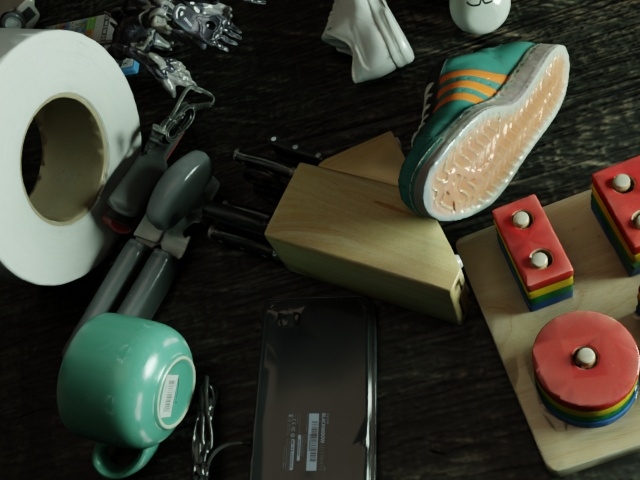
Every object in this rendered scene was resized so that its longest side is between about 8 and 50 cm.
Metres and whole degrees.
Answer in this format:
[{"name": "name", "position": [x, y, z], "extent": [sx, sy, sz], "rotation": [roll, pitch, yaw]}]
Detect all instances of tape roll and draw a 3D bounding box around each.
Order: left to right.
[{"name": "tape roll", "position": [-0.323, -0.093, 0.907], "extent": [0.100, 0.286, 0.286], "rotation": [7, 64, 21]}]

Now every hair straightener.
[{"name": "hair straightener", "position": [-0.187, -0.114, 0.981], "extent": [0.047, 0.089, 0.230], "rotation": [33, 56, -4]}]

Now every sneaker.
[{"name": "sneaker", "position": [0.038, -0.290, 1.026], "extent": [0.094, 0.080, 0.212], "rotation": [-29, 57, 15]}, {"name": "sneaker", "position": [0.149, -0.121, 0.846], "extent": [0.121, 0.108, 0.302], "rotation": [15, 41, 35]}]

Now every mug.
[{"name": "mug", "position": [-0.186, 0.155, 0.825], "extent": [0.097, 0.157, 0.129], "rotation": [8, 40, 19]}]

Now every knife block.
[{"name": "knife block", "position": [0.000, 0.000, 0.863], "extent": [0.242, 0.088, 0.275], "rotation": [-25, 57, 4]}]

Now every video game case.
[{"name": "video game case", "position": [-0.336, -0.279, 1.173], "extent": [0.166, 0.015, 0.119], "rotation": [-7, 61, 14]}]

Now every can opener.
[{"name": "can opener", "position": [-0.207, 0.022, 0.922], "extent": [0.074, 0.093, 0.280], "rotation": [19, 74, 25]}]

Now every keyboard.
[{"name": "keyboard", "position": [-0.044, 0.202, 0.797], "extent": [0.202, 0.033, 0.317], "rotation": [-2, 60, 10]}]

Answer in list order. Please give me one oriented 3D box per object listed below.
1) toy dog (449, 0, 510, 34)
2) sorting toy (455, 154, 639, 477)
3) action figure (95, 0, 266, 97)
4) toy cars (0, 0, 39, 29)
[{"name": "toy dog", "position": [0.168, -0.429, 1.005], "extent": [0.220, 0.161, 0.333], "rotation": [-33, 57, -1]}, {"name": "sorting toy", "position": [0.283, 0.048, 0.741], "extent": [0.257, 0.089, 0.255], "rotation": [-21, 58, 6]}, {"name": "action figure", "position": [-0.189, -0.273, 1.055], "extent": [0.276, 0.141, 0.164], "rotation": [5, 69, 50]}, {"name": "toy cars", "position": [-0.513, -0.201, 1.149], "extent": [0.176, 0.087, 0.393], "rotation": [-1, 56, 31]}]
